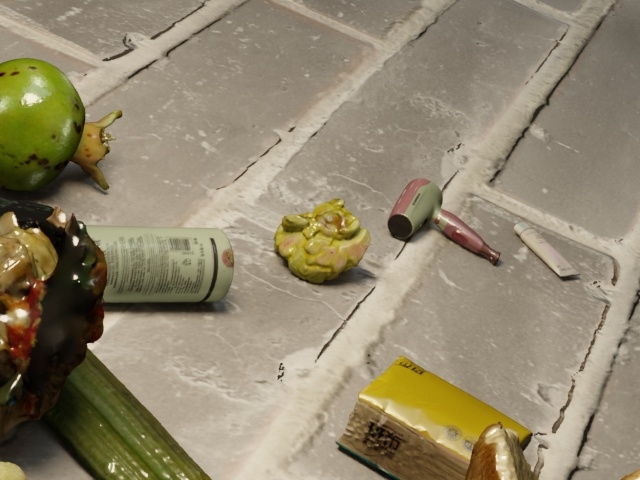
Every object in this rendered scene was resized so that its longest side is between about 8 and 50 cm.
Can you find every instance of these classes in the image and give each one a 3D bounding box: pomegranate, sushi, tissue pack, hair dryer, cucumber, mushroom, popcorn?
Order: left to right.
[{"bbox_3d":[-0.388,-0.027,1.825,0.220,0.046,0.070,9,38,-20],"label":"cucumber"},{"bbox_3d":[-0.309,0.065,1.535,0.219,0.238,0.225,11,18,-4],"label":"sushi"},{"bbox_3d":[-0.332,-0.134,1.941,0.156,0.156,0.220,34,14,24],"label":"pomegranate"},{"bbox_3d":[0.001,0.001,1.982,0.109,0.089,0.097,21,39,-5],"label":"popcorn"},{"bbox_3d":[0.120,0.201,1.706,0.169,0.082,0.120,29,28,16],"label":"tissue pack"},{"bbox_3d":[0.168,-0.016,2.157,0.154,0.054,0.106,27,33,4],"label":"hair dryer"},{"bbox_3d":[0.260,0.230,1.555,0.208,0.233,0.301,24,62,41],"label":"mushroom"}]

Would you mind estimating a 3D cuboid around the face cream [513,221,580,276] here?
[{"bbox_3d":[0.302,0.014,2.212,0.038,0.020,0.115,-4,39,-38],"label":"face cream"}]

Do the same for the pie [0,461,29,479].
[{"bbox_3d":[-0.337,0.255,1.130,0.075,0.338,0.337,57,20,-20],"label":"pie"}]

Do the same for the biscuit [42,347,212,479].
[{"bbox_3d":[-0.219,0.165,1.603,0.099,0.038,0.322,-13,42,-41],"label":"biscuit"}]

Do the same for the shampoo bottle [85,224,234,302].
[{"bbox_3d":[-0.226,0.026,1.788,0.262,0.085,0.085,1,34,-31],"label":"shampoo bottle"}]
